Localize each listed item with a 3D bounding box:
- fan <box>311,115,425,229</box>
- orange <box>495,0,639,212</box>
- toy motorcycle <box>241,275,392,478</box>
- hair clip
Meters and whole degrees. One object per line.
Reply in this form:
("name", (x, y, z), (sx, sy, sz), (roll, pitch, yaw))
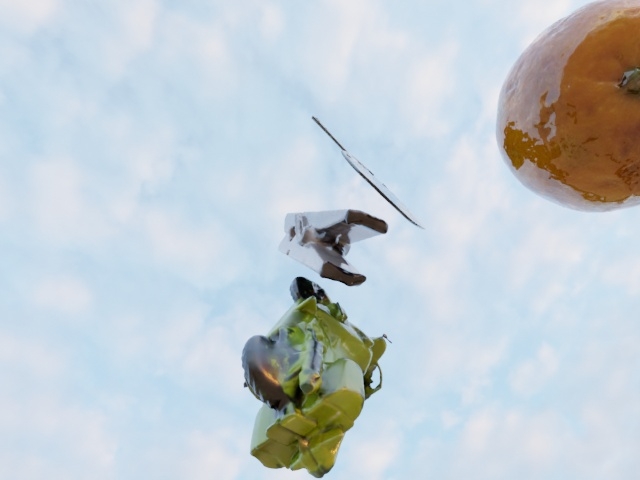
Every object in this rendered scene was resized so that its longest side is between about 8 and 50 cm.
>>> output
("fan", (0.104, -0.112, 0.775), (0.223, 0.294, 0.012), (31, -70, -39))
("orange", (0.364, -0.166, 0.540), (0.260, 0.261, 0.261), (-3, -71, -10))
("toy motorcycle", (0.001, 0.167, 0.566), (0.206, 0.342, 0.142), (42, -77, 0))
("hair clip", (-0.004, -0.001, 0.698), (0.085, 0.330, 0.101), (15, -91, -20))
